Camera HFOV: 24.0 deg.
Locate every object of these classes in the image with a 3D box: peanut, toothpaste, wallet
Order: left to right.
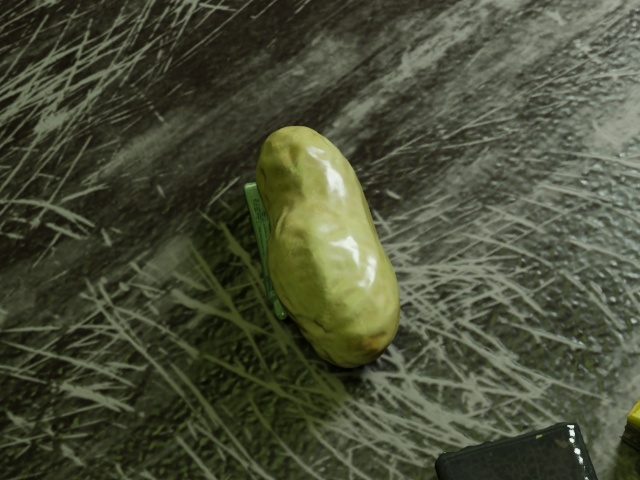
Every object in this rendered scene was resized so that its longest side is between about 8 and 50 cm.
[{"bbox_3d":[-0.059,0.009,1.847,0.048,0.029,0.197,-9,59,-3],"label":"toothpaste"},{"bbox_3d":[0.000,0.000,1.777,0.148,0.147,0.318,-17,65,-1],"label":"peanut"},{"bbox_3d":[0.248,0.356,1.619,0.170,0.044,0.321,-16,59,-2],"label":"wallet"}]

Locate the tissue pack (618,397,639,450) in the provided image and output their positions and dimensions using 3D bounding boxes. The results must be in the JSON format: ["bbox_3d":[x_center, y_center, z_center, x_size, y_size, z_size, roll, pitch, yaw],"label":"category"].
[{"bbox_3d":[0.431,0.205,1.647,0.169,0.082,0.120,33,69,21],"label":"tissue pack"}]
